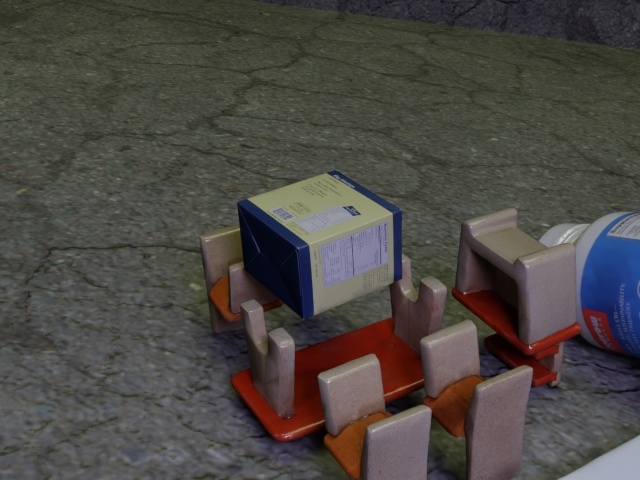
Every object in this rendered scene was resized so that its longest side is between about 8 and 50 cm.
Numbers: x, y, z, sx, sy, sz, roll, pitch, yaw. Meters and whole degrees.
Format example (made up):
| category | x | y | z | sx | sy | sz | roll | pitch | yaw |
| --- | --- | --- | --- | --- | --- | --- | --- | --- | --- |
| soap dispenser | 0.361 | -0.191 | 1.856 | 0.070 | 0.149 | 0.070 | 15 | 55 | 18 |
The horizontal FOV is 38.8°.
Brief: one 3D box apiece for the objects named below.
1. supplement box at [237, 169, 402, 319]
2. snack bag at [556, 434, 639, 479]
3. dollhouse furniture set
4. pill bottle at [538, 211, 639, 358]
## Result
| category | x | y | z | sx | sy | sz | roll | pitch | yaw |
| --- | --- | --- | --- | --- | --- | --- | --- | --- | --- |
| supplement box | 0.000 | 0.000 | 0.627 | 0.083 | 0.056 | 0.083 | -20 | 34 | -27 |
| snack bag | 0.373 | 0.205 | 0.567 | 0.323 | 0.037 | 0.342 | -13 | 35 | -37 |
| dollhouse furniture set | 0.065 | 0.081 | 0.677 | 0.259 | 0.135 | 0.262 | -17 | 33 | -23 |
| pill bottle | 0.283 | 0.040 | 0.752 | 0.124 | 0.124 | 0.221 | -7 | 8 | -30 |
